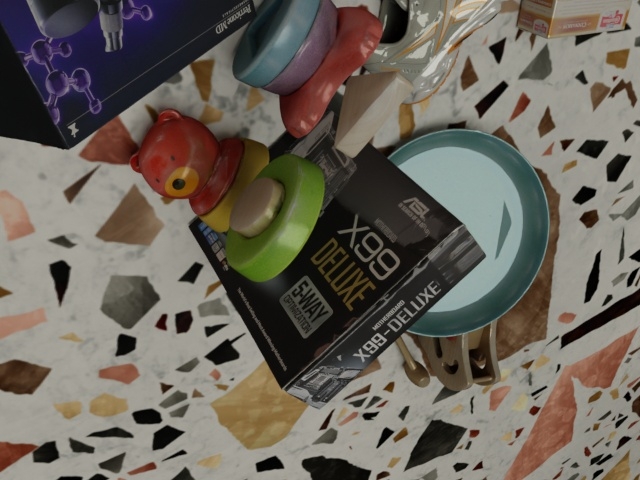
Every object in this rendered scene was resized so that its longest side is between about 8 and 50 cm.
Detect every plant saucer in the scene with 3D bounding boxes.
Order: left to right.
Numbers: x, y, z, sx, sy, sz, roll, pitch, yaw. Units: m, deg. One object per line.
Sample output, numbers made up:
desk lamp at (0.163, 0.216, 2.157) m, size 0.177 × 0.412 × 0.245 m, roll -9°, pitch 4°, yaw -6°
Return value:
plant saucer at (0.192, -0.010, 0.939) m, size 0.318 × 0.044 × 0.317 m, roll -3°, pitch 104°, yaw -12°

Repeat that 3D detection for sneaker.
sneaker at (0.144, -0.297, 0.746) m, size 0.121 × 0.099 × 0.262 m, roll 25°, pitch 106°, yaw -34°

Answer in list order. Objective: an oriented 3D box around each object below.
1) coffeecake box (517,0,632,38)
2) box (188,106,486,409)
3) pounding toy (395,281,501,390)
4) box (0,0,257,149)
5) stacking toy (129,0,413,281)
coffeecake box at (0.355, -0.375, 0.825) m, size 0.142 × 0.068 × 0.185 m, roll -13°, pitch 127°, yaw -21°
box at (0.000, 0.000, 0.725) m, size 0.242 × 0.307 × 0.076 m, roll -43°, pitch 135°, yaw 4°
pounding toy at (0.221, 0.173, 1.071) m, size 0.155 × 0.154 × 0.269 m, roll -2°, pitch 122°, yaw -28°
box at (-0.185, -0.226, 0.524) m, size 0.261 × 0.103 × 0.184 m, roll -51°, pitch 144°, yaw -36°
stacking toy at (-0.071, -0.126, 0.632) m, size 0.130 × 0.279 × 0.309 m, roll 28°, pitch 106°, yaw -28°
